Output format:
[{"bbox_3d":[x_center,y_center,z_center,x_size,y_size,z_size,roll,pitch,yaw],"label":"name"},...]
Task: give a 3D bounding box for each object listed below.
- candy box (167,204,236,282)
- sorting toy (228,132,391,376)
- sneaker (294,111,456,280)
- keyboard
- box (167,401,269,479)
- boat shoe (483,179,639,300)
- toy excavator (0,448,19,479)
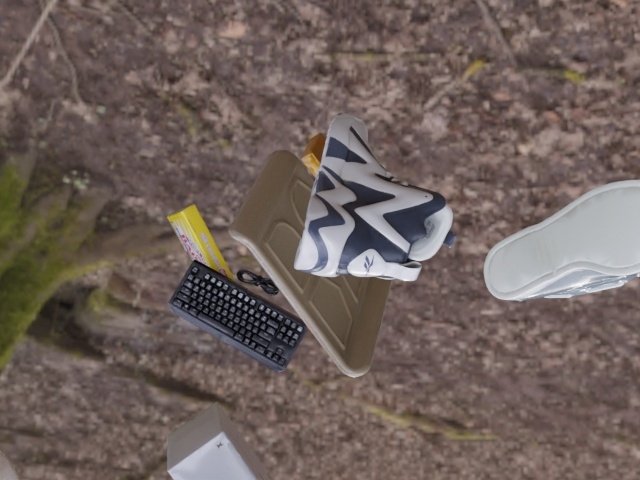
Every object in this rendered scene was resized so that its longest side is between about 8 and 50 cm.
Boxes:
[{"bbox_3d":[-0.152,0.047,1.399,0.027,0.205,0.105,-30,-173,-21],"label":"candy box"},{"bbox_3d":[0.000,0.000,1.198,0.041,0.307,0.229,-30,110,27],"label":"sorting toy"},{"bbox_3d":[0.066,-0.039,1.022,0.153,0.235,0.094,16,124,-2],"label":"sneaker"},{"bbox_3d":[-0.103,0.088,1.322,0.180,0.108,0.023,29,168,1],"label":"keyboard"},{"bbox_3d":[-0.140,0.318,1.369,0.091,0.130,0.170,-34,-172,-4],"label":"box"},{"bbox_3d":[0.357,0.006,1.253,0.099,0.116,0.319,9,157,-40],"label":"boat shoe"},{"bbox_3d":[-0.629,0.301,1.343,0.433,0.222,0.445,44,133,8],"label":"toy excavator"}]
